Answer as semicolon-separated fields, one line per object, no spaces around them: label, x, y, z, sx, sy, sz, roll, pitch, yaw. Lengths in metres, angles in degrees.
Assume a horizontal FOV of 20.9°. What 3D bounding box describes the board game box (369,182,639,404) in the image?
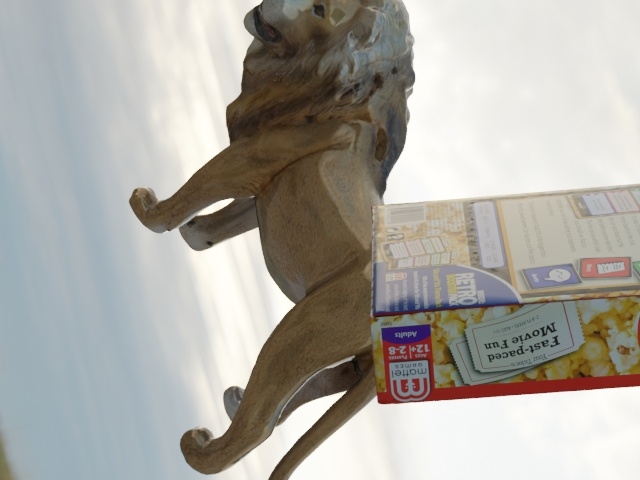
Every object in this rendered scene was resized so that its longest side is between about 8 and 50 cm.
board game box;0.120;0.018;0.795;0.147;0.193;0.045;-83;168;-69

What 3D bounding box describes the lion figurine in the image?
lion figurine;0.000;0.000;1.232;0.142;0.240;0.392;35;31;-56
